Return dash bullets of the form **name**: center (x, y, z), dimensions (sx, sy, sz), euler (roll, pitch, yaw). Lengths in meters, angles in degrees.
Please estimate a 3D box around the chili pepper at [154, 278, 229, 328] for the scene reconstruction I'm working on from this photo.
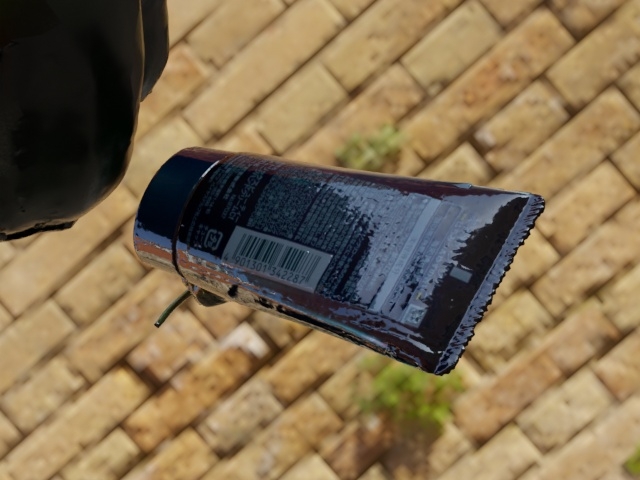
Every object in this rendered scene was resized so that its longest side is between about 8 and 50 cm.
- **chili pepper**: center (-0.085, 0.027, 1.812), dimensions (0.204, 0.072, 0.073), euler (-10, 20, 45)

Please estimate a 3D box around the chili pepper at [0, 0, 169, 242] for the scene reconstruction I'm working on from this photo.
- **chili pepper**: center (-0.204, -0.144, 1.143), dimensions (0.257, 0.233, 0.248), euler (105, 171, -51)

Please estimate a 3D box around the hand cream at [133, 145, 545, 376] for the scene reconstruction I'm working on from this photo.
- **hand cream**: center (0.000, 0.000, 1.121), dimensions (0.270, 0.061, 0.120), euler (13, 64, 44)
